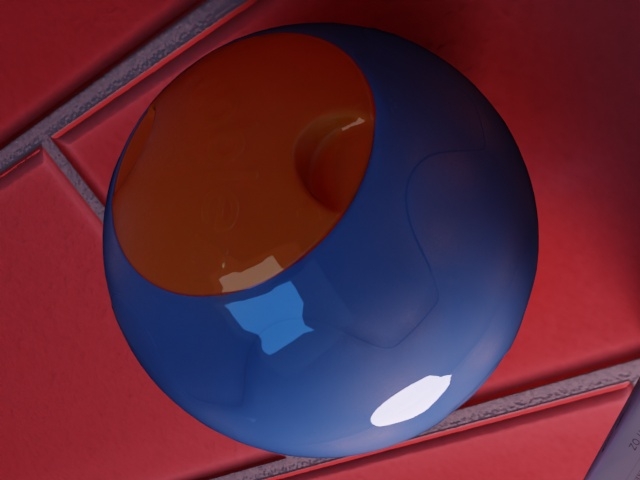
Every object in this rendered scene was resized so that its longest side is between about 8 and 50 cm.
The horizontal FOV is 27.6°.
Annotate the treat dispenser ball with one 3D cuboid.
[{"bbox_3d":[0.000,0.000,0.870,0.288,0.288,0.288,19,132,23],"label":"treat dispenser ball"}]

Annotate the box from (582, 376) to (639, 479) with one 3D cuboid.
[{"bbox_3d":[0.268,0.103,0.838,0.119,0.182,0.181,29,135,14],"label":"box"}]
